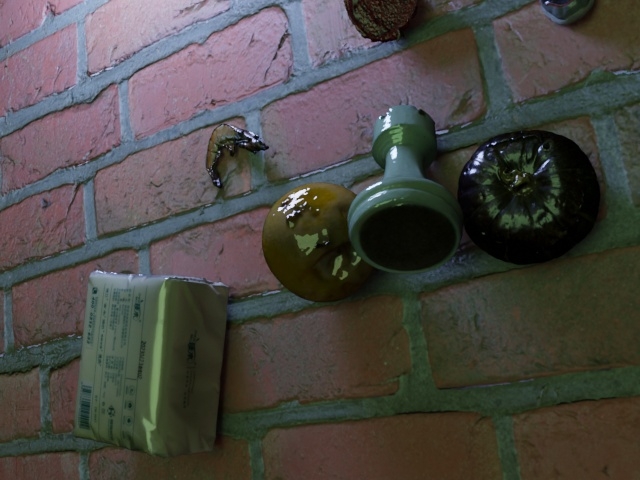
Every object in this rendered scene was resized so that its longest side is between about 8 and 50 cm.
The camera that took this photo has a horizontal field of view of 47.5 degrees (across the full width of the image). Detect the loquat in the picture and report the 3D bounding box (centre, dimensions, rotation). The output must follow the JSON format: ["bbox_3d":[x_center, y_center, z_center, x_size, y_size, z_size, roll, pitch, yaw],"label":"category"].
[{"bbox_3d":[0.000,0.000,1.402,0.243,0.244,0.244,-5,81,32],"label":"loquat"}]

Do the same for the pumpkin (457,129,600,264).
[{"bbox_3d":[0.342,-0.073,1.219,0.237,0.159,0.238,-9,74,33],"label":"pumpkin"}]

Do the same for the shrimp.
[{"bbox_3d":[-0.198,-0.185,1.654,0.195,0.035,0.148,24,94,40],"label":"shrimp"}]

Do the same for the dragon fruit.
[{"bbox_3d":[0.132,-0.453,1.462,0.162,0.083,0.106,5,107,22],"label":"dragon fruit"}]

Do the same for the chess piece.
[{"bbox_3d":[0.149,-0.107,1.293,0.194,0.194,0.299,-24,39,28],"label":"chess piece"}]

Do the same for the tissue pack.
[{"bbox_3d":[-0.373,0.263,1.605,0.297,0.207,0.381,2,84,35],"label":"tissue pack"}]

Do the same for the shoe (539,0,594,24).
[{"bbox_3d":[0.393,-0.487,1.266,0.099,0.125,0.228,-35,65,21],"label":"shoe"}]
